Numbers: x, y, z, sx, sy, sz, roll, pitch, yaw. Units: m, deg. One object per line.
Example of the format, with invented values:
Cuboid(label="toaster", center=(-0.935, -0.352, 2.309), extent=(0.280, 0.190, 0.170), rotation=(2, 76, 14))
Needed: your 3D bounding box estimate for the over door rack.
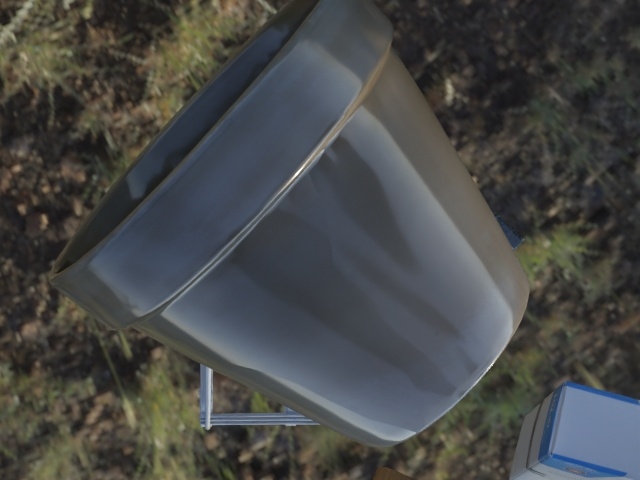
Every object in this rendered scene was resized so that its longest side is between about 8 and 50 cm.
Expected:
Cuboid(label="over door rack", center=(-0.026, 0.128, 1.588), extent=(0.239, 0.108, 0.324), rotation=(0, 152, -6))

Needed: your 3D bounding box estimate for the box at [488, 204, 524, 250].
Cuboid(label="box", center=(0.106, -0.072, 1.412), extent=(0.045, 0.184, 0.190), rotation=(-50, 128, 3))

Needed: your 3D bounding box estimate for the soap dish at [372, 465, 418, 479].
Cuboid(label="soap dish", center=(0.107, 0.299, 0.762), extent=(0.291, 0.229, 0.118), rotation=(42, 143, -26))

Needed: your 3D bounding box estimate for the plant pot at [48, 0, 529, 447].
Cuboid(label="plant pot", center=(0.000, 0.000, 1.043), extent=(0.280, 0.323, 0.323), rotation=(43, 103, -13))

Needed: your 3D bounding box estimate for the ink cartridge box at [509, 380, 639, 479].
Cuboid(label="ink cartridge box", center=(0.279, 0.211, 1.341), extent=(0.139, 0.082, 0.191), rotation=(15, 163, 1))
